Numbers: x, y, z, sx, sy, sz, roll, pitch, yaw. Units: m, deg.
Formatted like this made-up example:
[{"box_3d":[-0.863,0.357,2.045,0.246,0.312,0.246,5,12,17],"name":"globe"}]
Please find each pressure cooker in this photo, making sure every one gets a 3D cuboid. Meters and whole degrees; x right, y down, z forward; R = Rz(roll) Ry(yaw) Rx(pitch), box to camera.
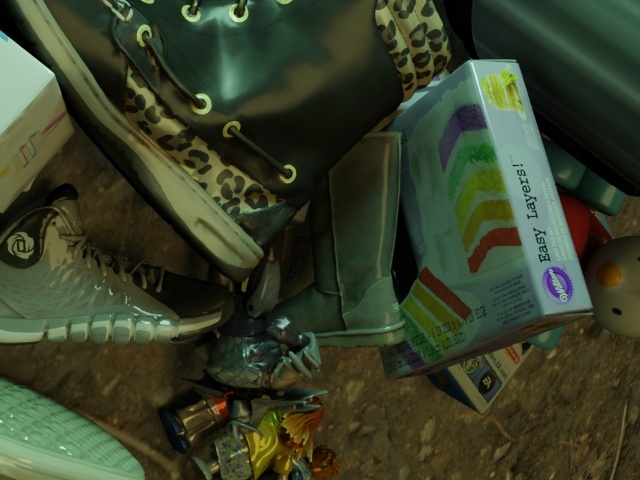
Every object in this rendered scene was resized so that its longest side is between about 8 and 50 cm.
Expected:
[{"box_3d":[0.333,-0.270,1.028,0.375,0.420,0.370,-45,148,1],"name":"pressure cooker"}]

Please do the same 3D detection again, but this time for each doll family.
[{"box_3d":[-0.057,0.249,1.128,0.163,0.118,0.263,-28,129,-27],"name":"doll family"}]

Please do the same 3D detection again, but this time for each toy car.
[{"box_3d":[0.311,0.035,1.155,0.210,0.238,0.219,21,95,-46],"name":"toy car"}]

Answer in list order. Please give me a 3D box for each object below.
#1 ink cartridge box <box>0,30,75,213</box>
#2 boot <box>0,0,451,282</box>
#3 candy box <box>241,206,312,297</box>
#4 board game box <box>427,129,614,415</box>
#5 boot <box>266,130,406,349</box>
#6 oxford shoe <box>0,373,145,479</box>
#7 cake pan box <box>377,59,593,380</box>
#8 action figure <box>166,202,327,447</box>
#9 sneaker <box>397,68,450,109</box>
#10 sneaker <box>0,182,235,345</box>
[{"box_3d":[-0.248,-0.091,0.761,0.090,0.092,0.143,-51,178,-13],"name":"ink cartridge box"},{"box_3d":[-0.079,-0.182,0.826,0.284,0.138,0.377,-41,116,-8],"name":"boot"},{"box_3d":[-0.042,-0.038,1.069,0.105,0.027,0.206,-1,111,-45],"name":"candy box"},{"box_3d":[0.207,0.012,1.283,0.302,0.086,0.308,-50,135,-13],"name":"board game box"},{"box_3d":[0.000,0.000,1.033,0.076,0.189,0.209,-29,112,-69],"name":"boot"},{"box_3d":[-0.341,0.156,0.790,0.449,0.169,0.130,21,92,-39],"name":"oxford shoe"},{"box_3d":[0.123,-0.009,1.011,0.070,0.267,0.246,-3,74,-31],"name":"cake pan box"},{"box_3d":[-0.077,0.058,0.991,0.099,0.185,0.285,-10,102,-64],"name":"action figure"},{"box_3d":[0.037,-0.214,1.006,0.282,0.102,0.161,0,107,-43],"name":"sneaker"},{"box_3d":[-0.185,0.017,0.886,0.228,0.086,0.132,-2,103,-15],"name":"sneaker"}]
